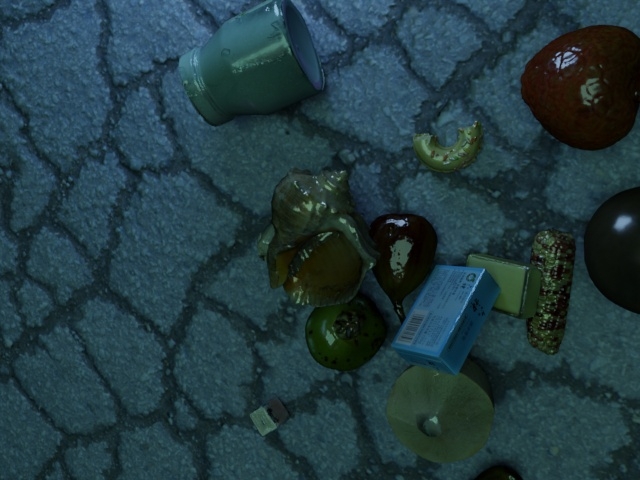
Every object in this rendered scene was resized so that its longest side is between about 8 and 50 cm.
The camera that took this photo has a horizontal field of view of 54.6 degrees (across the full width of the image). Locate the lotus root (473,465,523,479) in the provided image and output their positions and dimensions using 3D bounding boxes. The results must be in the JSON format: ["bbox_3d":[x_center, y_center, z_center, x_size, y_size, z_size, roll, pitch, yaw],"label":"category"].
[{"bbox_3d":[0.388,0.635,1.461,0.122,0.124,0.241,24,102,4],"label":"lotus root"}]

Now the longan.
[{"bbox_3d":[0.692,0.021,1.254,0.300,0.243,0.300,3,70,-9],"label":"longan"}]

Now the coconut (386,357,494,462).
[{"bbox_3d":[0.274,0.379,1.413,0.239,0.244,0.239,1,94,17],"label":"coconut"}]

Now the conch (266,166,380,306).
[{"bbox_3d":[0.012,-0.008,1.430,0.297,0.210,0.352,42,140,17],"label":"conch"}]

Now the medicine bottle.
[{"bbox_3d":[-0.167,-0.415,1.488,0.289,0.245,0.245,-19,89,17],"label":"medicine bottle"}]

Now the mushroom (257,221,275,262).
[{"bbox_3d":[-0.060,-0.054,1.564,0.099,0.096,0.278,40,95,-16],"label":"mushroom"}]

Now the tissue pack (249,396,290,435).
[{"bbox_3d":[-0.132,0.462,1.632,0.058,0.094,0.074,-39,80,18],"label":"tissue pack"}]

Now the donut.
[{"bbox_3d":[0.299,-0.212,1.447,0.165,0.065,0.108,-8,93,19],"label":"donut"}]

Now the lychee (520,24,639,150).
[{"bbox_3d":[0.557,-0.310,1.263,0.300,0.255,0.255,11,99,49],"label":"lychee"}]

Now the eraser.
[{"bbox_3d":[0.408,0.100,1.399,0.172,0.058,0.117,15,101,52],"label":"eraser"}]

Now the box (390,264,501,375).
[{"bbox_3d":[0.275,0.168,1.359,0.083,0.232,0.142,47,155,-28],"label":"box"}]

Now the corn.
[{"bbox_3d":[0.512,0.117,1.393,0.098,0.098,0.290,7,101,17],"label":"corn"}]

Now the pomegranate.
[{"bbox_3d":[0.061,0.211,1.474,0.202,0.248,0.202,1,76,-6],"label":"pomegranate"}]

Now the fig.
[{"bbox_3d":[0.192,0.073,1.458,0.170,0.145,0.274,-4,79,19],"label":"fig"}]
